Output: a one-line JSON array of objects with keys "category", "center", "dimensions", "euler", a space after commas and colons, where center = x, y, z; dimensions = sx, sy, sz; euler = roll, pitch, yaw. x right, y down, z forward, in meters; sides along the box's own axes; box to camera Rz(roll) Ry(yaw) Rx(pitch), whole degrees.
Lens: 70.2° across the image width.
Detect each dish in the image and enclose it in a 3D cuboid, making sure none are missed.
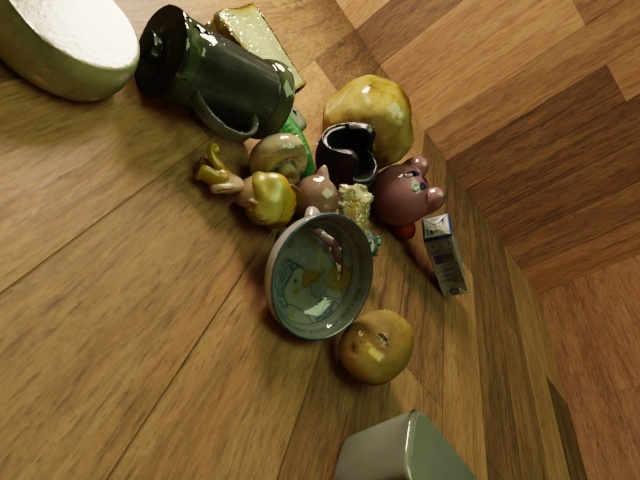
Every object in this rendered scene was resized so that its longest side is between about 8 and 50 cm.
[{"category": "dish", "center": [-0.025, 0.068, 0.999], "dimensions": [0.273, 0.133, 0.273], "euler": [-9, 104, -37]}]

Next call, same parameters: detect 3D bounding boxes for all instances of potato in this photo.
[{"category": "potato", "center": [0.134, 0.255, 1.075], "dimensions": [0.150, 0.146, 0.234], "euler": [24, 27, 33]}]

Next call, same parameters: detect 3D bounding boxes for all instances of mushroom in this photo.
[{"category": "mushroom", "center": [-0.098, -0.183, 1.096], "dimensions": [0.154, 0.154, 0.122], "euler": [5, 47, -56]}]

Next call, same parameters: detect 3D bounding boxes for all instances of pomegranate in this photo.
[{"category": "pomegranate", "center": [0.165, -0.395, 1.577], "dimensions": [0.332, 0.332, 0.333], "euler": [38, 36, -34]}]

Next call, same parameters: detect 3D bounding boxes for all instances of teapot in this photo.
[{"category": "teapot", "center": [-0.229, -0.339, 1.003], "dimensions": [0.337, 0.200, 0.270], "euler": [8, 59, -52]}]

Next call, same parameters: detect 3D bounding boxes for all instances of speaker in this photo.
[{"category": "speaker", "center": [0.210, 0.536, 0.882], "dimensions": [0.406, 0.184, 0.183], "euler": [52, 30, -12]}]

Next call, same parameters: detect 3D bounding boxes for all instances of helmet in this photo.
[{"category": "helmet", "center": [0.081, -0.250, 1.395], "dimensions": [0.216, 0.193, 0.189], "euler": [42, 49, -14]}]

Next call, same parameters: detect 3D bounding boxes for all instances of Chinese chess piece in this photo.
[{"category": "Chinese chess piece", "center": [-0.442, -0.362, 0.785], "dimensions": [0.250, 0.101, 0.250], "euler": [38, 36, -34]}]

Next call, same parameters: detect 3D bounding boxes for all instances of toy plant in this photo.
[{"category": "toy plant", "center": [-0.095, -0.271, 1.214], "dimensions": [0.240, 0.088, 0.154], "euler": [55, -16, 9]}]

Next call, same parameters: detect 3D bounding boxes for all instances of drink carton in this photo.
[{"category": "drink carton", "center": [0.472, 0.061, 1.724], "dimensions": [0.131, 0.106, 0.315], "euler": [-78, 149, -48]}]

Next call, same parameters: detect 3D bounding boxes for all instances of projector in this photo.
[{"category": "projector", "center": [-0.097, -0.330, 1.305], "dimensions": [0.083, 0.083, 0.082], "euler": [52, 30, -14]}]

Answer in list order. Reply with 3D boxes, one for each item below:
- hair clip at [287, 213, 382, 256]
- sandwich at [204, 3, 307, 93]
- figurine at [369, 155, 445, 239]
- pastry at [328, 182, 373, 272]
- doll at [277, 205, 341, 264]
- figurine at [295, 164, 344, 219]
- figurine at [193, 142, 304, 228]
[{"category": "hair clip", "center": [0.028, -0.020, 1.235], "dimensions": [0.358, 0.110, 0.095], "euler": [24, 4, -40]}, {"category": "sandwich", "center": [-0.186, -0.537, 1.347], "dimensions": [0.301, 0.099, 0.271], "euler": [55, 34, -15]}, {"category": "figurine", "center": [0.270, -0.148, 1.604], "dimensions": [0.211, 0.261, 0.270], "euler": [-14, 75, -31]}, {"category": "pastry", "center": [0.073, -0.018, 1.176], "dimensions": [0.121, 0.089, 0.259], "euler": [7, 79, -33]}, {"category": "doll", "center": [0.000, 0.000, 1.076], "dimensions": [0.160, 0.161, 0.059], "euler": [42, 32, -23]}, {"category": "figurine", "center": [-0.013, -0.102, 1.119], "dimensions": [0.125, 0.125, 0.138], "euler": [9, 59, -54]}, {"category": "figurine", "center": [-0.153, -0.110, 0.996], "dimensions": [0.246, 0.131, 0.156], "euler": [24, 29, -31]}]
